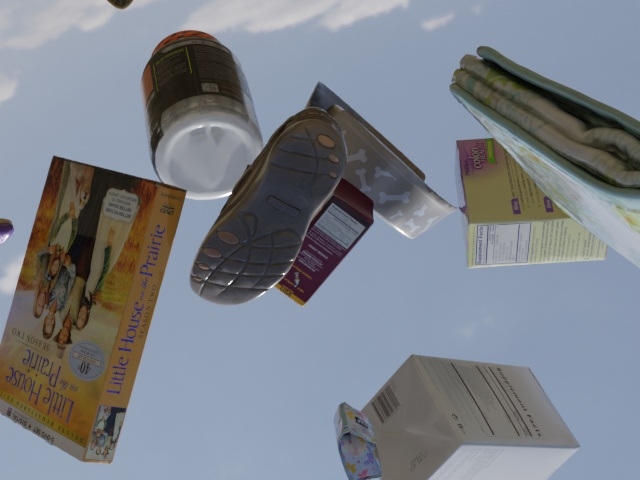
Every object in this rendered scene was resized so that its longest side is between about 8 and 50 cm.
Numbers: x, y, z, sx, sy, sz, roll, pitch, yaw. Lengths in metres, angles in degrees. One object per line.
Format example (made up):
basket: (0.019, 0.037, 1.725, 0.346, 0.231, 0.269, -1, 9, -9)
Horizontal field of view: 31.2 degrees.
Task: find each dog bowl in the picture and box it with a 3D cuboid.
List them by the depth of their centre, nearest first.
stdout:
dog bowl: (0.092, -0.140, 2.106, 0.102, 0.349, 0.349, -47, -159, 8)

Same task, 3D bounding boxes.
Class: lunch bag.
lunch bag: (0.045, 0.254, 1.444, 0.053, 0.083, 0.071, -20, -159, 2)

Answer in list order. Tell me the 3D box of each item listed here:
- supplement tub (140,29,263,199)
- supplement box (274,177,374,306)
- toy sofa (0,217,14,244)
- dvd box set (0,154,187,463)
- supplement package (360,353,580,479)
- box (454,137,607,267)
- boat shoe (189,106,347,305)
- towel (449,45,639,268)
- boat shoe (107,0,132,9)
supplement tub: (-0.229, -0.247, 2.155, 0.207, 0.207, 0.338, -19, -140, 2)
supplement box: (0.000, 0.000, 1.849, 0.188, 0.081, 0.104, -51, -169, 18)
toy sofa: (-0.651, 0.087, 1.865, 0.362, 0.150, 0.177, -32, 149, 34)
dvd box set: (-0.369, 0.094, 1.757, 0.062, 0.420, 0.307, 16, 180, -44)
supplement package: (0.232, 0.310, 1.829, 0.177, 0.293, 0.175, -52, -132, 27)
box: (0.367, -0.073, 2.009, 0.243, 0.117, 0.213, -3, -133, 1)
boat shoe: (-0.071, -0.047, 1.691, 0.355, 0.132, 0.130, -50, -164, 27)
towel: (0.338, -0.067, 1.335, 0.090, 0.320, 0.374, -49, -139, 4)
boat shoe: (-0.324, -0.382, 1.608, 0.049, 0.152, 0.056, 28, -104, 42)
